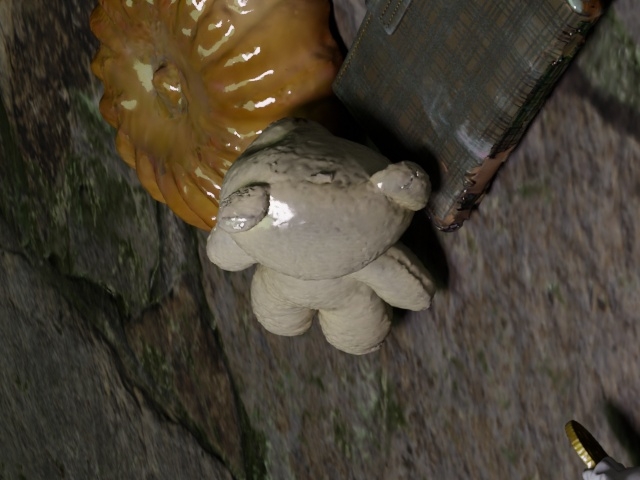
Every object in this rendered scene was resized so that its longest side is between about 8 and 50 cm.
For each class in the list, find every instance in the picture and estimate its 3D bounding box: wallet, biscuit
[{"bbox_3d":[0.102,-0.145,1.398,0.169,0.044,0.317,53,152,15],"label":"wallet"},{"bbox_3d":[-0.104,-0.145,1.669,0.326,0.107,0.326,28,130,40],"label":"biscuit"}]

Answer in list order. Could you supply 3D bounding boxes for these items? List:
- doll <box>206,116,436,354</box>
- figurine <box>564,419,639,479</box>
[{"bbox_3d":[-0.005,-0.001,1.558,0.278,0.175,0.149,91,163,-58],"label":"doll"},{"bbox_3d":[0.249,0.254,1.375,0.271,0.143,0.143,47,148,27],"label":"figurine"}]
